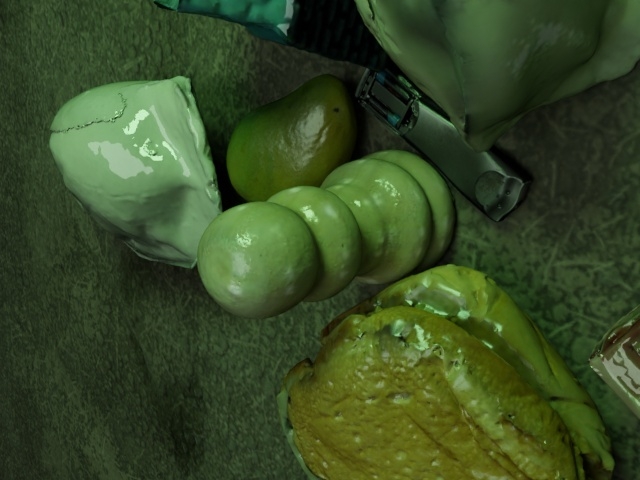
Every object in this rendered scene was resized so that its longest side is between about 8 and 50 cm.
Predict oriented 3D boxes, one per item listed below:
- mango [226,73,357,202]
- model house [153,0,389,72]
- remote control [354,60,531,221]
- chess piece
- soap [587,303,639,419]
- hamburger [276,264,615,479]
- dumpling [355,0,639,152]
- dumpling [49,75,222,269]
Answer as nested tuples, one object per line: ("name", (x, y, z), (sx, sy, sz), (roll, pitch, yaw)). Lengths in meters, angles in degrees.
("mango", (-0.033, -0.100, 0.768), (0.191, 0.085, 0.122), (-19, 85, 45))
("model house", (-0.007, -0.310, 0.626), (0.226, 0.241, 0.261), (-131, 54, -64))
("remote control", (0.113, -0.102, 0.669), (0.212, 0.028, 0.059), (46, 127, 25))
("chess piece", (0.000, 0.000, 0.645), (0.142, 0.261, 0.143), (17, 115, 39))
("soap", (0.341, 0.123, 0.471), (0.273, 0.098, 0.218), (50, 130, 21))
("hamburger", (0.107, 0.185, 0.660), (0.318, 0.158, 0.319), (17, 119, 33))
("dumpling", (0.133, -0.226, 0.485), (0.242, 0.187, 0.318), (-23, 110, 5))
("dumpling", (-0.248, -0.081, 0.920), (0.341, 0.181, 0.260), (-10, 105, 22))
